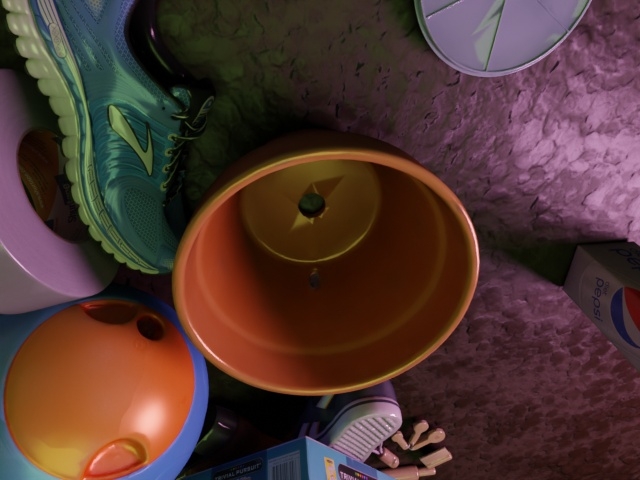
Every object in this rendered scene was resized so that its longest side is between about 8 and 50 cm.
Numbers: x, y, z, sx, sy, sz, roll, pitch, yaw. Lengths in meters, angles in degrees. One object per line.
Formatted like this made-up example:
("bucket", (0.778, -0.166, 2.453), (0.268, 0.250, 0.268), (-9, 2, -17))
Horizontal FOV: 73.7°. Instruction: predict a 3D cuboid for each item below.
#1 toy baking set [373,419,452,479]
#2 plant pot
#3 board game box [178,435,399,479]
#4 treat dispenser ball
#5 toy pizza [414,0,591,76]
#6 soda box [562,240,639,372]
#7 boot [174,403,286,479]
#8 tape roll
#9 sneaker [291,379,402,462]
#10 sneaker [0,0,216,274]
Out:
("toy baking set", (0.148, 0.441, 0.888), (0.255, 0.030, 0.197), (-8, 119, -3))
("plant pot", (0.000, 0.000, 0.488), (0.290, 0.204, 0.291), (-3, 122, -5))
("board game box", (-0.033, 0.449, 0.729), (0.253, 0.079, 0.336), (-27, 133, 19))
("treat dispenser ball", (-0.284, 0.193, 0.518), (0.287, 0.288, 0.289), (-3, 122, -5))
("toy pizza", (0.192, -0.277, 0.443), (0.201, 0.032, 0.202), (-3, 122, -5))
("soda box", (0.458, 0.114, 0.570), (0.097, 0.286, 0.091), (-3, 122, -4))
("boot", (-0.183, 0.447, 0.815), (0.264, 0.096, 0.280), (-45, 123, 0))
("tape roll", (-0.282, -0.044, 0.413), (0.072, 0.219, 0.219), (-15, 122, 1))
("sneaker", (0.030, 0.308, 0.736), (0.126, 0.128, 0.321), (15, 131, -22))
("sneaker", (-0.178, -0.106, 0.443), (0.147, 0.130, 0.330), (-7, 122, 0))
